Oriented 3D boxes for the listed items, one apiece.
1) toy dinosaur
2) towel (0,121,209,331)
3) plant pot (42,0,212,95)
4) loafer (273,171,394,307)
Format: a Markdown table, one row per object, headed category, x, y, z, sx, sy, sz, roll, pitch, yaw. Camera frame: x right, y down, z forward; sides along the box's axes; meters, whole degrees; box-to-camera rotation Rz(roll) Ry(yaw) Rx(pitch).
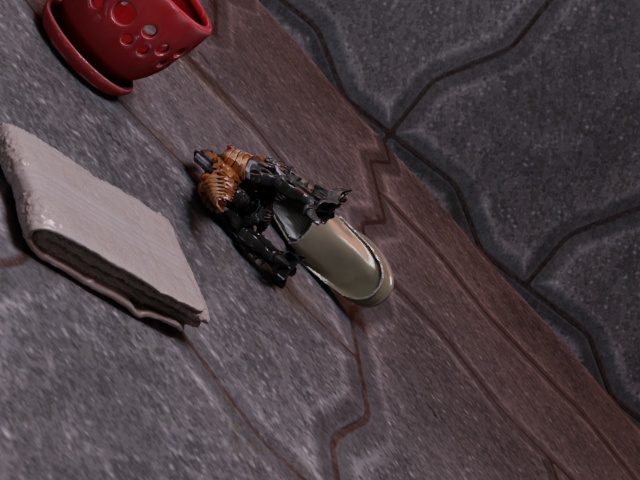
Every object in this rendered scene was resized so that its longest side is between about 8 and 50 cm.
| category | x | y | z | sx | sy | sz | roll | pitch | yaw |
| --- | --- | --- | --- | --- | --- | --- | --- | --- | --- |
| toy dinosaur | -0.102 | -0.054 | 2.165 | 0.218 | 0.164 | 0.322 | 37 | 31 | 5 |
| towel | -0.242 | -0.008 | 1.704 | 0.282 | 0.049 | 0.187 | 35 | 19 | -44 |
| plant pot | -0.271 | -0.306 | 2.133 | 0.191 | 0.174 | 0.191 | 46 | 14 | -15 |
| loafer | 0.000 | 0.000 | 2.363 | 0.268 | 0.102 | 0.092 | 44 | 13 | 16 |
